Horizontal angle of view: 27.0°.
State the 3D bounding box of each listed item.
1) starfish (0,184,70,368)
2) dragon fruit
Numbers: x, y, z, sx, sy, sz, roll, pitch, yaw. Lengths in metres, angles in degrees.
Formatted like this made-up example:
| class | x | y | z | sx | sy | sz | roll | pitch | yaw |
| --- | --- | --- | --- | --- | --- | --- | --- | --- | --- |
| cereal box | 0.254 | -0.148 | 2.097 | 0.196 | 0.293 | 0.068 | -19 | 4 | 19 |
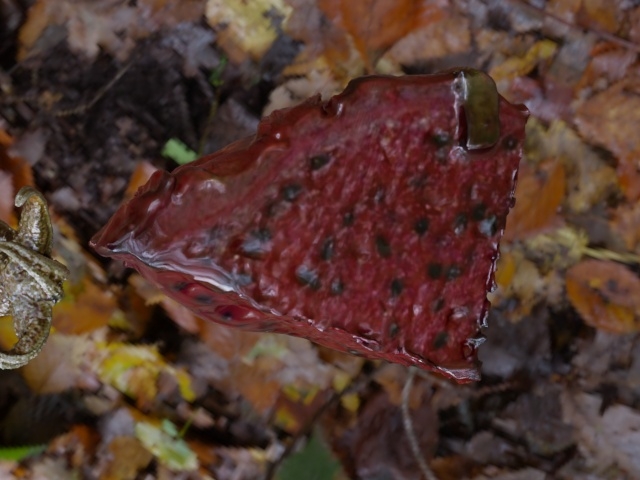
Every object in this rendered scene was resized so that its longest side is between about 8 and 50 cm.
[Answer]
| class | x | y | z | sx | sy | sz | roll | pitch | yaw |
| --- | --- | --- | --- | --- | --- | --- | --- | --- | --- |
| starfish | -0.290 | 0.016 | 1.203 | 0.146 | 0.074 | 0.190 | 40 | 122 | 25 |
| dragon fruit | 0.000 | 0.000 | 0.960 | 0.240 | 0.330 | 0.302 | 49 | 123 | 44 |
